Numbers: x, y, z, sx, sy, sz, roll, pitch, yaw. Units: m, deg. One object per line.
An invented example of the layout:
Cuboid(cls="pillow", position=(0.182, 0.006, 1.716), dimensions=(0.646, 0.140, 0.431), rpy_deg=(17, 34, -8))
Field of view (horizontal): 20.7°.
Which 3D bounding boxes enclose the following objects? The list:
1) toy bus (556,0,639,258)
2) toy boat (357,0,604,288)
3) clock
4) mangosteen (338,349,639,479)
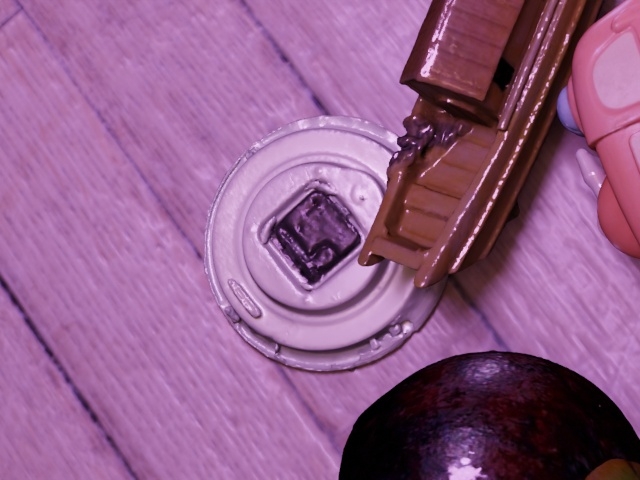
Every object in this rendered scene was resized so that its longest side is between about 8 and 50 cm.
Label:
Cuboid(cls="toy bus", position=(0.320, -0.095, 1.437), dimensions=(0.232, 0.194, 0.288), rpy_deg=(-25, 77, 25))
Cuboid(cls="toy boat", position=(0.152, -0.170, 1.485), dimensions=(0.136, 0.162, 0.445), rpy_deg=(19, 86, 35))
Cuboid(cls="clock", position=(0.000, 0.000, 1.577), dimensions=(0.236, 0.053, 0.236), rpy_deg=(-2, 82, 17))
Cuboid(cls="mangosteen", position=(0.153, 0.229, 1.380), dimensions=(0.300, 0.300, 0.300), rpy_deg=(-2, 82, 16))
